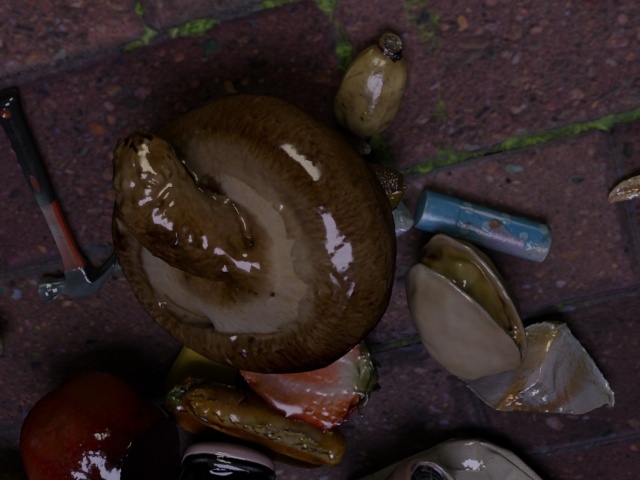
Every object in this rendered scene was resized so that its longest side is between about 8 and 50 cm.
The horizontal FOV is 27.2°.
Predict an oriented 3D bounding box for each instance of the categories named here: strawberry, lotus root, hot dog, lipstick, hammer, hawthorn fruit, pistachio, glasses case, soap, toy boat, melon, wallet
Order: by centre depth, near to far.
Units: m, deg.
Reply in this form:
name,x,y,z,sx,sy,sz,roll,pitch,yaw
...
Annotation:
name,x,y,z,sx,sy,sz,roll,pitch,yaw
lotus root,0.053,-0.154,1.438,0.072,0.063,0.152,5,127,-13
toy boat,0.026,-0.073,1.492,0.149,0.047,0.049,17,121,20
lipstick,0.190,-0.016,1.545,0.157,0.048,0.048,16,126,-9
hammer,-0.323,-0.049,1.554,0.111,0.033,0.288,-9,126,11
pistachio,0.171,0.080,1.562,0.152,0.126,0.223,19,153,43
melon,0.285,0.162,1.653,0.202,0.093,0.140,8,120,-9
strawberry,-0.016,0.163,1.660,0.187,0.082,0.147,7,85,3
hawthorn fruit,-0.286,0.249,1.670,0.189,0.251,0.190,-16,126,-24
hot dog,-0.080,0.235,1.700,0.269,0.072,0.115,27,162,-34
soap,-0.142,0.159,1.703,0.089,0.033,0.168,14,128,-19
glasses case,-0.140,0.336,1.761,0.122,0.075,0.314,12,151,-8
wallet,0.185,0.395,1.840,0.335,0.068,0.275,-28,114,26

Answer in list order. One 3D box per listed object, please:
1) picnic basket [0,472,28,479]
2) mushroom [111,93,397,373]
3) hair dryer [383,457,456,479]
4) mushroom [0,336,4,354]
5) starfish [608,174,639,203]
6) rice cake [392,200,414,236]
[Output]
name,x,y,z,sx,sy,sz,roll,pitch,yaw
picnic basket,-0.401,0.369,1.827,0.193,0.055,0.110,17,132,-43
mushroom,-0.070,-0.005,1.441,0.239,0.345,0.345,-43,126,-21
hair dryer,-0.001,0.351,1.673,0.344,0.107,0.189,11,134,-30
mushroom,-0.522,0.239,1.727,0.177,0.126,0.397,-5,135,-30
starfish,0.483,-0.059,1.499,0.295,0.048,0.231,-22,123,19
rice cake,0.001,0.000,1.563,0.221,0.042,0.080,-30,93,24
